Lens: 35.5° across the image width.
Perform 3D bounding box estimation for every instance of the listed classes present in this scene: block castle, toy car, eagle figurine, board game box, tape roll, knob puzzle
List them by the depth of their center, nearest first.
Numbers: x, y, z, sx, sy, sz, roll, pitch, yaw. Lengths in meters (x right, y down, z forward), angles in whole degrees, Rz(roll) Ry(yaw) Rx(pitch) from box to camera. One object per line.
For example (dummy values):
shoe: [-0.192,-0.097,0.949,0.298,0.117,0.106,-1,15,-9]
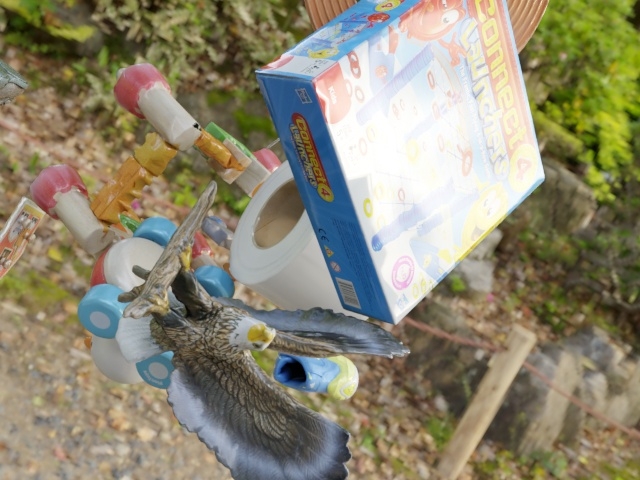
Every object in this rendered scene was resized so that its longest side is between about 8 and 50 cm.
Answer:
board game box: [0.106,-0.120,1.110,0.086,0.302,0.308,15,-44,44]
eagle figurine: [-0.078,0.123,1.115,0.298,0.226,0.225,40,10,-18]
toy car: [-0.284,0.128,1.478,0.210,0.238,0.219,44,34,-13]
tape roll: [0.000,0.000,1.534,0.169,0.246,0.246,36,5,-29]
block castle: [-0.251,-0.083,1.731,0.213,0.303,0.453,45,7,32]
knob puzzle: [-0.566,0.018,1.837,0.030,0.213,0.213,30,10,-1]

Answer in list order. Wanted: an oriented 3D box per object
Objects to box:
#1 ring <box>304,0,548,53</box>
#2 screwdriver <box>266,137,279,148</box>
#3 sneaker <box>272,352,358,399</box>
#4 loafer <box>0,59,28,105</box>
ring: [0.133,-0.332,1.194,0.337,0.336,0.032,24,9,-28]
screwdriver: [-0.025,-0.192,1.620,0.025,0.170,0.024,40,31,-19]
sneaker: [-0.039,0.189,1.704,0.126,0.091,0.240,10,14,-36]
loafer: [-0.585,-0.274,1.749,0.096,0.084,0.267,39,2,-9]
